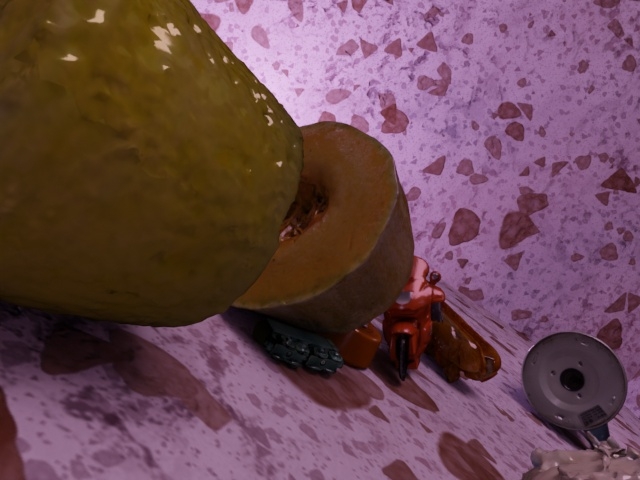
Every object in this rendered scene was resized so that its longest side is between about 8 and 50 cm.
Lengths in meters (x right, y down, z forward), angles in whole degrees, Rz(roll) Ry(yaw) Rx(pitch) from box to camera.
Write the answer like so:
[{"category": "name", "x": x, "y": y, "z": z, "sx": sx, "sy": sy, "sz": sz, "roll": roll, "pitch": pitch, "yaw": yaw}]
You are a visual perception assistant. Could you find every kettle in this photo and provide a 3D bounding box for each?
[{"category": "kettle", "x": 0.706, "y": 0.423, "z": 1.559, "sx": 0.342, "sy": 0.247, "sz": 0.320, "roll": 34, "pitch": 35, "yaw": -63}]

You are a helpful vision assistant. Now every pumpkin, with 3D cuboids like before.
[{"category": "pumpkin", "x": 0.000, "y": 0.000, "z": 0.884, "sx": 0.199, "sy": 0.332, "sz": 0.332, "roll": 47, "pitch": -2, "yaw": -43}]

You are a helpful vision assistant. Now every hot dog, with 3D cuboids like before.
[{"category": "hot dog", "x": 0.272, "y": 0.212, "z": 1.340, "sx": 0.158, "sy": 0.117, "sz": 0.349, "roll": 22, "pitch": 17, "yaw": -42}]

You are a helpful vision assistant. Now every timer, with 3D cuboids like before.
[{"category": "timer", "x": 0.070, "y": 0.120, "z": 0.970, "sx": 0.132, "sy": 0.152, "sz": 0.132, "roll": 33, "pitch": 9, "yaw": -6}]

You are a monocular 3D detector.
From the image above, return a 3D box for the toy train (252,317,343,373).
[{"category": "toy train", "x": -0.029, "y": 0.154, "z": 0.810, "sx": 0.148, "sy": 0.038, "sz": 0.071, "roll": 26, "pitch": 10, "yaw": -40}]

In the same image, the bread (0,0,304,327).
[{"category": "bread", "x": -0.208, "y": -0.090, "z": 0.539, "sx": 0.307, "sy": 0.348, "sz": 0.348, "roll": 34, "pitch": 7, "yaw": -43}]

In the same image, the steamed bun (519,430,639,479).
[{"category": "steamed bun", "x": 0.258, "y": 0.308, "z": 0.418, "sx": 0.312, "sy": 0.233, "sz": 0.334, "roll": 36, "pitch": 11, "yaw": 17}]

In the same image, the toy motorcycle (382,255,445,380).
[{"category": "toy motorcycle", "x": 0.172, "y": 0.137, "z": 1.116, "sx": 0.147, "sy": 0.221, "sz": 0.325, "roll": 0, "pitch": 0, "yaw": 13}]
